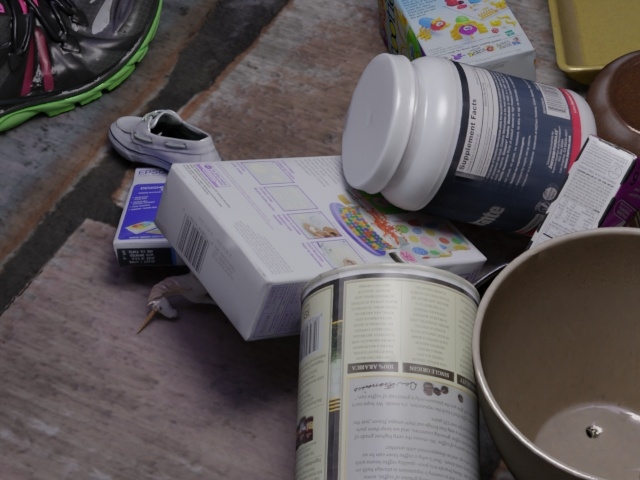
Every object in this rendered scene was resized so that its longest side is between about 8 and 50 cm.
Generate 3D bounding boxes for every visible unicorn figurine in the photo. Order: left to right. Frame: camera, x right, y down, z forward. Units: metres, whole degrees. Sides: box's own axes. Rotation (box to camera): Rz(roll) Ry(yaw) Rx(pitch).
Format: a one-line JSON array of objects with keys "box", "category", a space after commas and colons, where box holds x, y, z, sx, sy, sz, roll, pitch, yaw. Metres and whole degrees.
[{"box": [-0.148, 0.060, 1.982, 0.111, 0.162, 0.060, 18, 42, -15], "category": "unicorn figurine"}]

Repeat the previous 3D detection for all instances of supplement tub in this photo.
[{"box": [0.182, -0.118, 1.949, 0.272, 0.191, 0.191, 12, 43, -19], "category": "supplement tub"}]

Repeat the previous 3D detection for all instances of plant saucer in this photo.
[{"box": [0.451, -0.184, 2.102, 0.199, 0.036, 0.198, -3, 59, 4], "category": "plant saucer"}, {"box": [0.493, -0.334, 2.296, 0.333, 0.081, 0.332, -3, 47, 3], "category": "plant saucer"}]

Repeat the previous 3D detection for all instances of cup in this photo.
[{"box": [0.320, 0.185, 1.697, 0.331, 0.237, 0.331, 0, 51, 0], "category": "cup"}]

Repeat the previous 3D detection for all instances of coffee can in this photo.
[{"box": [0.073, 0.187, 1.704, 0.202, 0.201, 0.275, 0, 65, 6], "category": "coffee can"}]

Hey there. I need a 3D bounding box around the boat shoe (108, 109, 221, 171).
[{"box": [-0.210, -0.144, 2.171, 0.226, 0.075, 0.083, 23, 39, 39], "category": "boat shoe"}]

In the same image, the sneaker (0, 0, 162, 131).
[{"box": [-0.429, -0.286, 2.270, 0.483, 0.202, 0.185, -34, 52, -23], "category": "sneaker"}]

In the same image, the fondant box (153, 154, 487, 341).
[{"box": [0.000, 0.000, 1.931, 0.330, 0.096, 0.238, -6, 40, -36], "category": "fondant box"}]

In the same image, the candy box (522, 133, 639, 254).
[{"box": [0.311, 0.010, 1.860, 0.071, 0.159, 0.233, 31, 93, 31], "category": "candy box"}]

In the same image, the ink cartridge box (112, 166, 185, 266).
[{"box": [-0.155, -0.035, 2.094, 0.206, 0.045, 0.208, -2, 31, 4], "category": "ink cartridge box"}]

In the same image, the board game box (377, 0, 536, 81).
[{"box": [0.186, -0.280, 2.235, 0.144, 0.142, 0.275, -15, 47, -7], "category": "board game box"}]

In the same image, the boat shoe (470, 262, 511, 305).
[{"box": [0.154, 0.131, 1.877, 0.103, 0.092, 0.285, 29, 56, 28], "category": "boat shoe"}]
